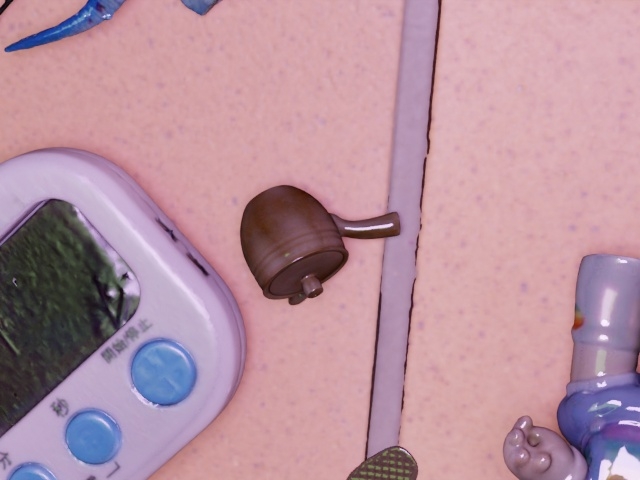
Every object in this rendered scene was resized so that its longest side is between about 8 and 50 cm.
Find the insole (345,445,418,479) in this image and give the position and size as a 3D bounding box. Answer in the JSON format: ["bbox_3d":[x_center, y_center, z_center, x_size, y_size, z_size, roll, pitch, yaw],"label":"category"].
[{"bbox_3d":[0.021,0.201,1.119,0.045,0.002,0.135,45,106,4],"label":"insole"}]

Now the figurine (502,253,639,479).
[{"bbox_3d":[0.205,0.207,1.000,0.225,0.205,0.381,24,84,12],"label":"figurine"}]

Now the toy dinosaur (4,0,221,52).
[{"bbox_3d":[-0.084,-0.225,1.024,0.144,0.076,0.329,31,115,-3],"label":"toy dinosaur"}]

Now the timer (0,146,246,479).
[{"bbox_3d":[-0.193,0.074,1.107,0.262,0.087,0.237,-42,88,15],"label":"timer"}]

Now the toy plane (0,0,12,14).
[{"bbox_3d":[-0.268,-0.158,1.115,0.060,0.037,0.145,39,101,-6],"label":"toy plane"}]

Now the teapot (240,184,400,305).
[{"bbox_3d":[0.000,0.000,1.073,0.110,0.085,0.080,-22,68,-12],"label":"teapot"}]
